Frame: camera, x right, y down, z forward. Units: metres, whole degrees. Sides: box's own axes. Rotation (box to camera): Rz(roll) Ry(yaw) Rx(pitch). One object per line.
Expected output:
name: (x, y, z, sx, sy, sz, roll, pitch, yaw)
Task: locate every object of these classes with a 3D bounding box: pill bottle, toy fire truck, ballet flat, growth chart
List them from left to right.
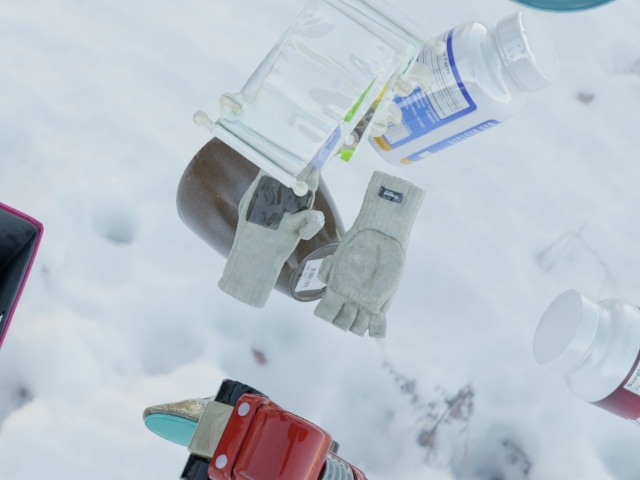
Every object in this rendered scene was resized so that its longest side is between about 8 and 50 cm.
ballet flat: (-0.113, 0.226, 1.596, 0.206, 0.073, 0.067, 24, 52, -13)
toy fire truck: (0.001, 0.268, 1.369, 0.246, 0.217, 0.158, 8, 67, 41)
growth chart: (0.006, -0.160, 1.382, 0.172, 0.237, 0.021, 41, 5, -22)
pill bottle: (0.195, -0.221, 1.882, 0.152, 0.272, 0.152, 36, 42, -41)
pill bottle: (0.246, 0.098, 1.038, 0.152, 0.086, 0.086, 26, 48, -16)

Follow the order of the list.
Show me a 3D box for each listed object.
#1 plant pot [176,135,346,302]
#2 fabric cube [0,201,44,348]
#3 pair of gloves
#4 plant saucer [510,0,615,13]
plant pot: (-0.060, -0.023, 1.908, 0.215, 0.215, 0.230, -16, 48, -30)
fabric cube: (-0.530, 0.073, 1.632, 0.259, 0.258, 0.254, 27, 59, -18)
pair of gloves: (0.000, 0.000, 1.630, 0.240, 0.042, 0.204, 15, 89, 24)
plant saucer: (0.284, -0.432, 1.602, 0.317, 0.044, 0.317, 0, 92, -12)
